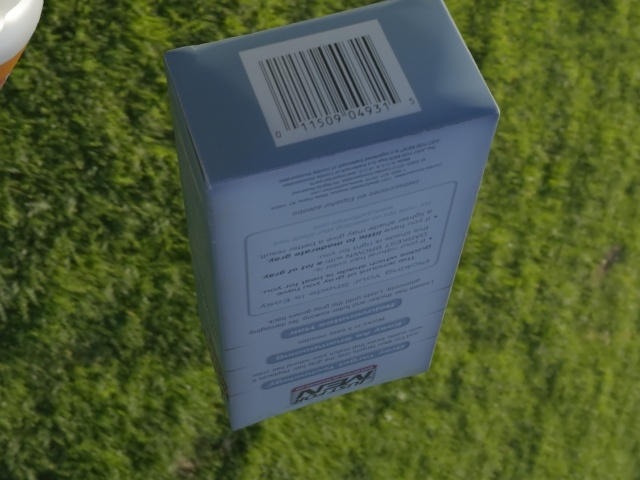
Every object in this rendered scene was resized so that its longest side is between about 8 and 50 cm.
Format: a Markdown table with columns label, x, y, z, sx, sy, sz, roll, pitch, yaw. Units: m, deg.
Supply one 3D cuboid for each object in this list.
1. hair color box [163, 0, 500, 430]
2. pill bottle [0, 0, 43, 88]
| label | x | y | z | sx | sy | sz | roll | pitch | yaw |
| --- | --- | --- | --- | --- | --- | --- | --- | --- | --- |
| hair color box | 0.000 | 0.000 | 0.814 | 0.185 | 0.114 | 0.374 | -15 | 150 | -11 |
| pill bottle | -0.203 | -0.042 | 0.412 | 0.121 | 0.121 | 0.216 | -7 | 148 | -49 |
